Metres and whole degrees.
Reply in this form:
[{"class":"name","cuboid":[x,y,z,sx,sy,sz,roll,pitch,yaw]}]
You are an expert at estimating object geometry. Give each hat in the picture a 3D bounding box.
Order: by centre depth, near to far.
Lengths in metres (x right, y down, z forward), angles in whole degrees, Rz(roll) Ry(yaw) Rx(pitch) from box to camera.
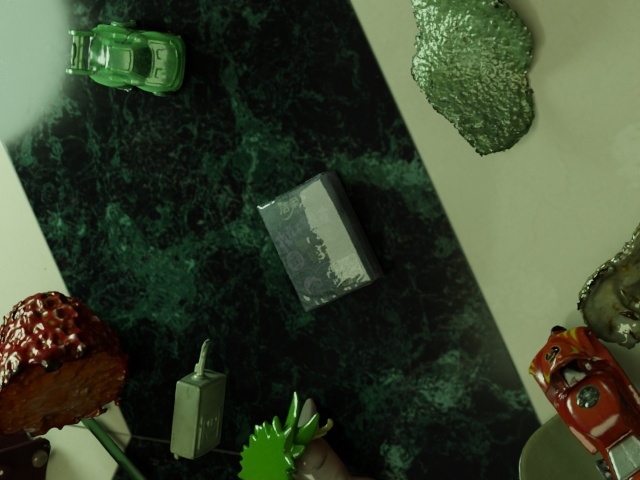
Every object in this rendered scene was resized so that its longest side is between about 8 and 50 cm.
[{"class":"hat","cuboid":[0.370,0.315,1.474,0.214,0.149,0.245,-30,47,14]}]

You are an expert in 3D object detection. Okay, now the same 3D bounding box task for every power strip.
[{"class":"power strip","cuboid":[-0.166,0.218,1.711,0.042,0.075,0.175,13,106,25]}]

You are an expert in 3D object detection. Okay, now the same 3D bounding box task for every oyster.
[{"class":"oyster","cuboid":[0.429,-0.004,1.386,0.128,0.078,0.345,40,114,-9]}]

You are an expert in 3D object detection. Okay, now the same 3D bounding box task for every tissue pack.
[{"class":"tissue pack","cuboid":[0.000,0.000,1.604,0.112,0.051,0.156,-26,87,25]}]

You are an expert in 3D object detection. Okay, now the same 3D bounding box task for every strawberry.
[{"class":"strawberry","cuboid":[-0.395,0.160,1.752,0.234,0.234,0.178,-44,59,26]}]

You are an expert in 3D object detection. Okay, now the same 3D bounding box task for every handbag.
[{"class":"handbag","cuboid":[-0.495,0.396,1.835,0.074,0.203,0.216,17,104,28]}]

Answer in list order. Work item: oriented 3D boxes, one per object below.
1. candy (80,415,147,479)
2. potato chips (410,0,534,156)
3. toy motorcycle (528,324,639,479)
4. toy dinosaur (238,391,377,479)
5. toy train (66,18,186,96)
[{"class":"candy","cuboid":[-0.201,0.403,1.759,0.440,0.119,0.119,45,115,19]},{"class":"potato chips","cuboid":[0.172,-0.216,1.475,0.167,0.059,0.228,-1,104,32]},{"class":"toy motorcycle","cuboid":[0.321,0.201,1.374,0.089,0.171,0.298,-36,54,8]},{"class":"toy dinosaur","cuboid":[0.004,0.287,1.616,0.152,0.177,0.194,-59,44,27]},{"class":"toy train","cuboid":[-0.257,-0.244,1.665,0.149,0.081,0.099,13,104,24]}]
